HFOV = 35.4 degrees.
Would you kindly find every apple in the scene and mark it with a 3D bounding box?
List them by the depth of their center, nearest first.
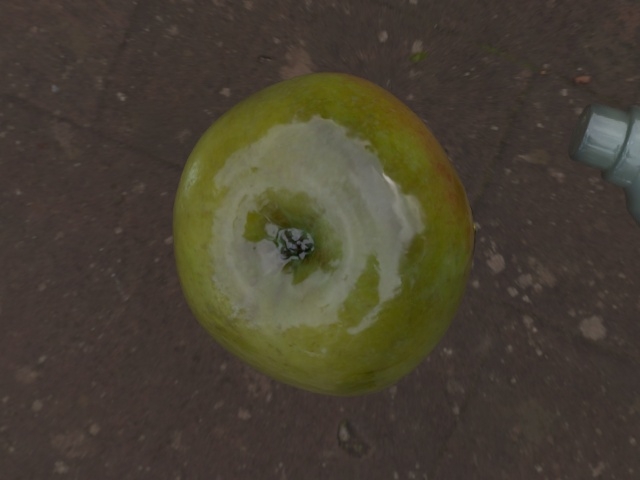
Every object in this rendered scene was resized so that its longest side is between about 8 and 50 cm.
[{"bbox_3d":[0.000,0.000,0.796,0.261,0.194,0.260,4,101,19],"label":"apple"}]

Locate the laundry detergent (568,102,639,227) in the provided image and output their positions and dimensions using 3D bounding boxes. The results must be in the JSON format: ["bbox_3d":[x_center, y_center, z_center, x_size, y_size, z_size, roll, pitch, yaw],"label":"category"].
[{"bbox_3d":[0.455,-0.037,1.058,0.398,0.124,0.263,18,119,0],"label":"laundry detergent"}]
